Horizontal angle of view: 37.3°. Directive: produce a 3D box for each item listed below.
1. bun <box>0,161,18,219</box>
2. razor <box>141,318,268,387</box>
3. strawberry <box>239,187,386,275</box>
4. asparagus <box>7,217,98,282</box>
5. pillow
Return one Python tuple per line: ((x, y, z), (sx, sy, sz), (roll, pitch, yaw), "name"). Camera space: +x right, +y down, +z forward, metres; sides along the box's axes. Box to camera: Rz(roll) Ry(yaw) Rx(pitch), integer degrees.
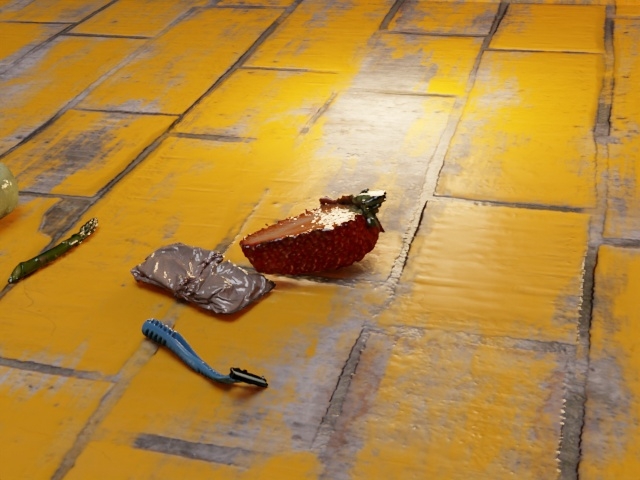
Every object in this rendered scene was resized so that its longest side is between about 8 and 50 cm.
((-0.713, -0.089, 1.916), (0.196, 0.118, 0.195), (2, 32, -1), "bun")
((-0.195, 0.178, 1.473), (0.253, 0.042, 0.082), (23, -2, 39), "razor")
((0.000, 0.000, 1.694), (0.286, 0.106, 0.188), (-21, 16, -16), "strawberry")
((-0.498, 0.016, 1.798), (0.034, 0.027, 0.236), (25, 40, 23), "asparagus")
((-0.211, 0.060, 1.667), (0.248, 0.049, 0.135), (18, 36, 33), "pillow")
